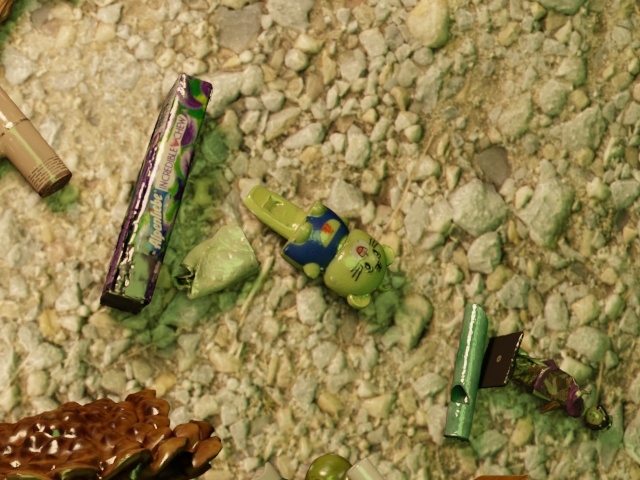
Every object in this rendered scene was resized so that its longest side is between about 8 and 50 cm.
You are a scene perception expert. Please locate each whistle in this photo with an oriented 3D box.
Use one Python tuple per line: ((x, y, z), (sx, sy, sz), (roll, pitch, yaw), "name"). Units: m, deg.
((0.200, 0.177, 1.433), (0.039, 0.039, 0.186), (16, 73, -11), "whistle")
((0.000, 0.000, 1.396), (0.227, 0.085, 0.105), (35, 61, -5), "whistle")

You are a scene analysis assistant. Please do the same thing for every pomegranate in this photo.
((0.022, 0.308, 1.329), (0.085, 0.073, 0.073), (19, 69, 20), "pomegranate")

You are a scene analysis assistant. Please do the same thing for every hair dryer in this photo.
((-0.458, -0.092, 1.316), (0.220, 0.053, 0.195), (-39, 88, -14), "hair dryer")

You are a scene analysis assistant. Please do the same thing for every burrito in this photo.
((-0.138, 0.030, 1.371), (0.118, 0.044, 0.074), (-29, 83, -22), "burrito")

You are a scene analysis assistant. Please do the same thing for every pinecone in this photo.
((-0.259, 0.352, 1.111), (0.385, 0.384, 0.384), (4, 76, -15), "pinecone")

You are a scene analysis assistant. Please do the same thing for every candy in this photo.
((-0.207, -0.060, 1.350), (0.061, 0.088, 0.312), (20, 72, -15), "candy")

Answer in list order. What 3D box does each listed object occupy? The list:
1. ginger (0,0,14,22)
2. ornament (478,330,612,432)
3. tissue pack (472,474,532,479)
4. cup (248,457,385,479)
((-0.390, -0.353, 1.387), (0.122, 0.084, 0.290), (49, 64, -23), "ginger")
((0.322, 0.201, 1.438), (0.203, 0.081, 0.088), (28, 71, -8), "ornament")
((0.178, 0.418, 1.305), (0.246, 0.159, 0.136), (-35, 90, -21), "tissue pack")
((-0.049, 0.364, 1.253), (0.300, 0.167, 0.173), (-40, 84, 5), "cup")
